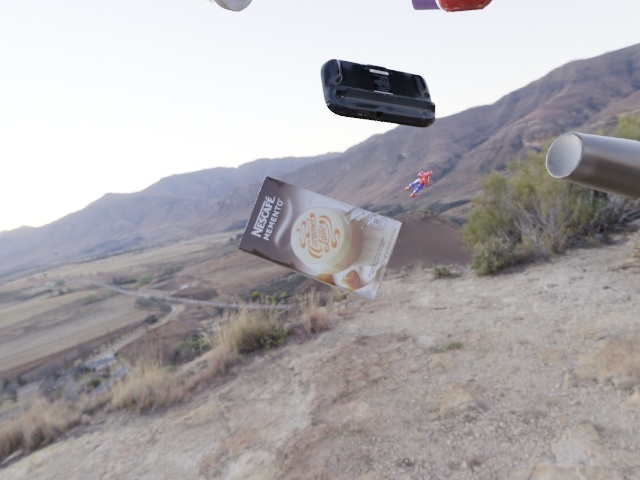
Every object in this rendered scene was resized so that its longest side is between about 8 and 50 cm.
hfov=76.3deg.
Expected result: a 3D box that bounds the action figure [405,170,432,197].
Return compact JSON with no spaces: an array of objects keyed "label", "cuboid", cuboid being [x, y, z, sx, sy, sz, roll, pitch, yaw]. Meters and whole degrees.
[{"label":"action figure","cuboid":[0.239,-0.138,0.971,0.030,0.038,0.115,-23,-10,-12]}]

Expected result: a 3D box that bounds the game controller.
[{"label":"game controller","cuboid":[0.153,-0.378,1.045,0.318,0.167,0.067,1,-30,-22]}]

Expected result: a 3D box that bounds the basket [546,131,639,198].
[{"label":"basket","cuboid":[0.775,-0.218,1.143,0.226,0.154,0.205,7,41,-14]}]

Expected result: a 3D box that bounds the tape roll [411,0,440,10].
[{"label":"tape roll","cuboid":[0.306,-0.735,1.111,0.080,0.189,0.189,12,17,22]}]

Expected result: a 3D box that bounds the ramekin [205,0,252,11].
[{"label":"ramekin","cuboid":[-0.226,-0.635,0.848,0.127,0.273,0.273,15,14,12]}]

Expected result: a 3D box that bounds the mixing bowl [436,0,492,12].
[{"label":"mixing bowl","cuboid":[0.331,-0.578,0.928,0.181,0.098,0.181,-3,28,2]}]

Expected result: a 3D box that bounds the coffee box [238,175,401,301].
[{"label":"coffee box","cuboid":[0.000,0.000,0.719,0.246,0.141,0.098,19,-6,7]}]
